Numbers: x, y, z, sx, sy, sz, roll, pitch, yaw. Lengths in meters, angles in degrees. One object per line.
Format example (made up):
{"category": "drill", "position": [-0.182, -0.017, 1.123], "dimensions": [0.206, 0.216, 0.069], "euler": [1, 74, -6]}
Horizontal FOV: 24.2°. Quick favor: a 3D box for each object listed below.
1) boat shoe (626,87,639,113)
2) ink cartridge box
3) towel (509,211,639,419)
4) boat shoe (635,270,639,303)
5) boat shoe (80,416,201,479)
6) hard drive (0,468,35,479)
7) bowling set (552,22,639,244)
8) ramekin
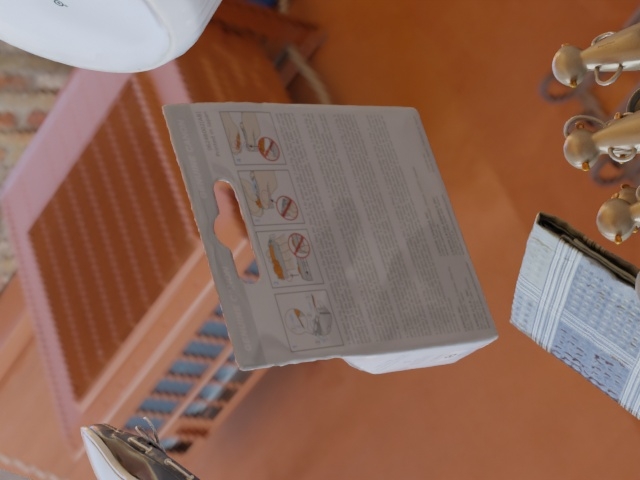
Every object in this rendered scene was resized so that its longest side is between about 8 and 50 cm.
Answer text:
{"category": "boat shoe", "position": [0.458, -0.051, 1.775], "dimensions": [0.104, 0.110, 0.307], "euler": [-25, -81, -67]}
{"category": "ink cartridge box", "position": [0.000, 0.000, 1.675], "dimensions": [0.385, 0.091, 0.308], "euler": [-4, -111, -40]}
{"category": "towel", "position": [0.417, 0.119, 2.120], "dimensions": [0.312, 0.324, 0.056], "euler": [37, -114, 19]}
{"category": "boat shoe", "position": [0.404, 0.082, 1.496], "dimensions": [0.083, 0.065, 0.183], "euler": [6, -156, -46]}
{"category": "boat shoe", "position": [-0.213, 0.274, 1.790], "dimensions": [0.079, 0.095, 0.254], "euler": [-28, -156, -23]}
{"category": "hard drive", "position": [-0.376, 0.309, 1.533], "dimensions": [0.307, 0.203, 0.040], "euler": [22, -151, -15]}
{"category": "bowling set", "position": [0.360, -0.080, 1.636], "dimensions": [0.200, 0.154, 0.287], "euler": [52, -149, -47]}
{"category": "ramekin", "position": [-0.176, -0.221, 1.017], "dimensions": [0.272, 0.273, 0.127], "euler": [27, -109, -22]}
